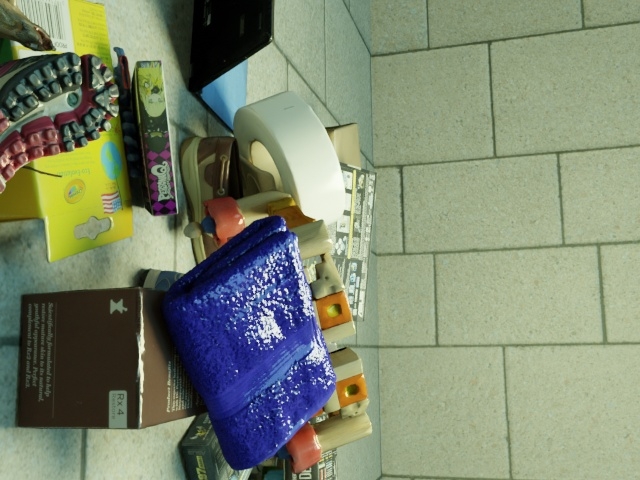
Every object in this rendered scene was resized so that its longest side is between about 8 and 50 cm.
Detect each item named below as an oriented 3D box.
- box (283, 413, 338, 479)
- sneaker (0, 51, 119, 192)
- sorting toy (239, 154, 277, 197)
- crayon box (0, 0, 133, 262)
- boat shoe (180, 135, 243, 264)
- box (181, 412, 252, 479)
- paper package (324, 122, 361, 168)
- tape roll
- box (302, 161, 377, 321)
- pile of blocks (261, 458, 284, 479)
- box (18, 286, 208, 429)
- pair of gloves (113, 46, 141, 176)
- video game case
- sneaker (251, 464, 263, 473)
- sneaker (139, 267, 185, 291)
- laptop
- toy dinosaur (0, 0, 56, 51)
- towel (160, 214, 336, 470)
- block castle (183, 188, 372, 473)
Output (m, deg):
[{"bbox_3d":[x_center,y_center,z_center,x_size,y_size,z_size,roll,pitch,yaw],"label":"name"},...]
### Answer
[{"bbox_3d":[-0.016,0.502,1.533,0.307,0.076,0.243,57,31,-75],"label":"box"},{"bbox_3d":[-0.344,-0.096,0.684,0.299,0.112,0.121,-35,127,-37],"label":"sneaker"},{"bbox_3d":[-0.131,-0.085,1.436,0.038,0.208,0.193,-27,124,-23],"label":"sorting toy"},{"bbox_3d":[-0.335,-0.143,0.879,0.202,0.081,0.319,-30,116,-72],"label":"crayon box"},{"bbox_3d":[-0.174,-0.037,1.360,0.123,0.123,0.342,-52,137,-67],"label":"boat shoe"},{"bbox_3d":[-0.184,0.396,1.354,0.233,0.059,0.183,-61,144,-64],"label":"box"},{"bbox_3d":[0.016,-0.159,1.992,0.309,0.168,0.325,-42,128,-71],"label":"paper package"},{"bbox_3d":[-0.066,-0.148,1.394,0.286,0.100,0.286,52,-24,34],"label":"tape roll"},{"bbox_3d":[0.000,0.000,1.717,0.318,0.097,0.395,7,87,-50],"label":"box"},{"bbox_3d":[-0.114,0.538,1.493,0.362,0.112,0.149,56,31,-77],"label":"pile of blocks"},{"bbox_3d":[-0.260,0.153,0.925,0.203,0.167,0.169,28,60,-72],"label":"box"},{"bbox_3d":[-0.289,-0.192,1.041,0.159,0.023,0.198,-168,-109,-73],"label":"pair of gloves"},{"bbox_3d":[-0.252,-0.146,1.049,0.232,0.041,0.210,-165,-110,-73],"label":"video game case"},{"bbox_3d":[-0.104,0.407,1.578,0.258,0.091,0.094,-73,155,-51],"label":"sneaker"},{"bbox_3d":[-0.235,0.138,1.181,0.080,0.081,0.211,-77,159,-50],"label":"sneaker"},{"bbox_3d":[-0.130,-0.461,1.427,0.236,0.408,0.382,12,72,-39],"label":"laptop"},{"bbox_3d":[-0.389,-0.307,0.664,0.200,0.127,0.296,-8,76,-85],"label":"toy dinosaur"},{"bbox_3d":[-0.079,0.145,0.968,0.227,0.076,0.308,-42,128,-37],"label":"towel"},{"bbox_3d":[-0.082,0.157,1.244,0.303,0.212,0.453,-136,-149,-63],"label":"block castle"}]
